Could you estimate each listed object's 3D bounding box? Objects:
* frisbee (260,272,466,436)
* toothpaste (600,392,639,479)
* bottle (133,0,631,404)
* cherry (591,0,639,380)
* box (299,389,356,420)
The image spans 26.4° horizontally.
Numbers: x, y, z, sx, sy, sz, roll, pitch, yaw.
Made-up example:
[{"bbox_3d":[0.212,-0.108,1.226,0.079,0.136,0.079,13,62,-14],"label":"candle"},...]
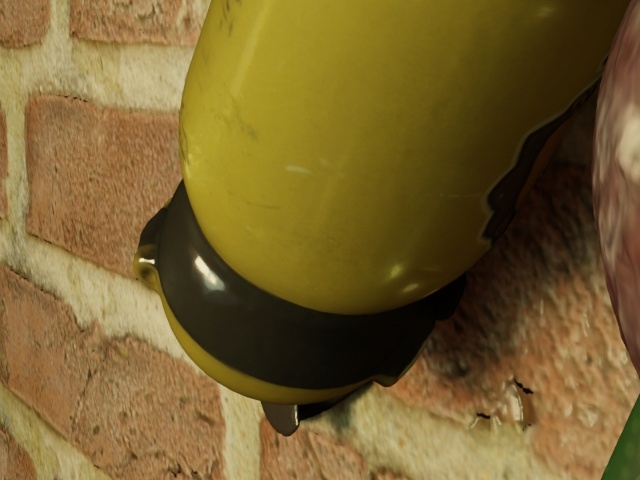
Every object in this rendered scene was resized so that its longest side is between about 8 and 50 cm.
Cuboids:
[{"bbox_3d":[0.000,0.000,0.804,0.211,0.012,0.187,-38,64,47],"label":"frisbee"},{"bbox_3d":[0.120,0.190,0.607,0.098,0.061,0.392,56,138,43],"label":"toothpaste"},{"bbox_3d":[0.023,-0.059,0.623,0.171,0.171,0.351,65,147,32],"label":"bottle"},{"bbox_3d":[0.167,-0.010,0.349,0.266,0.184,0.213,-132,51,-71],"label":"cherry"},{"bbox_3d":[-0.013,0.049,0.871,0.126,0.027,0.125,-37,65,57],"label":"box"}]
